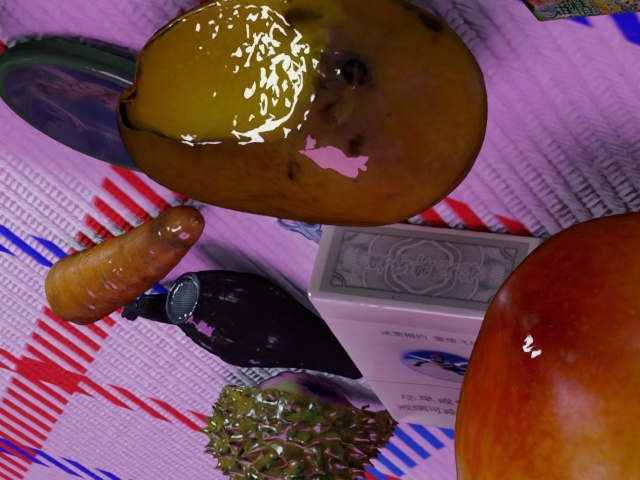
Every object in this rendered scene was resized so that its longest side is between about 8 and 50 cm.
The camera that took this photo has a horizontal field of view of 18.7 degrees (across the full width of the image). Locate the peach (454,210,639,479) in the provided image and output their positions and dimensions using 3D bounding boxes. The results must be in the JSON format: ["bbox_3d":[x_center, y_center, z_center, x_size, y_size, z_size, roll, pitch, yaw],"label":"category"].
[{"bbox_3d":[0.221,0.117,1.242,0.308,0.289,0.289,49,148,-12],"label":"peach"}]

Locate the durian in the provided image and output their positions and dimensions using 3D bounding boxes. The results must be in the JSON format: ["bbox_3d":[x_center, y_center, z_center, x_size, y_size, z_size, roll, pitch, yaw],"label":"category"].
[{"bbox_3d":[-0.037,0.176,1.729,0.187,0.119,0.108,8,160,20],"label":"durian"}]

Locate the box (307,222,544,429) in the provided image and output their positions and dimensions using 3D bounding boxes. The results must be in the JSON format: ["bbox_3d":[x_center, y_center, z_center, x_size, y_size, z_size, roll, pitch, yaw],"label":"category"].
[{"bbox_3d":[0.106,0.072,1.461,0.164,0.069,0.256,6,157,21],"label":"box"}]

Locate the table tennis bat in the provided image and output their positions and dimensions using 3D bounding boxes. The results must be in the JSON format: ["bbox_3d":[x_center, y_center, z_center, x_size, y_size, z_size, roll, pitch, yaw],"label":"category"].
[{"bbox_3d":[-0.099,-0.070,1.306,0.257,0.039,0.160,18,160,0],"label":"table tennis bat"}]

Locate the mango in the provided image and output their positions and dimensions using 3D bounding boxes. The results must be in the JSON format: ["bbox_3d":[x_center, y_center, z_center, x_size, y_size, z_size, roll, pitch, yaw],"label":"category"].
[{"bbox_3d":[-0.019,-0.075,1.126,0.262,0.130,0.167,3,160,42],"label":"mango"}]

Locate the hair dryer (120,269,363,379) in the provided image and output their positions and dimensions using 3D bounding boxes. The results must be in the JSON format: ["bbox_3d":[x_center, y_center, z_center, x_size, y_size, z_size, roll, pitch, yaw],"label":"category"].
[{"bbox_3d":[-0.088,0.067,1.610,0.195,0.075,0.219,23,168,-40],"label":"hair dryer"}]

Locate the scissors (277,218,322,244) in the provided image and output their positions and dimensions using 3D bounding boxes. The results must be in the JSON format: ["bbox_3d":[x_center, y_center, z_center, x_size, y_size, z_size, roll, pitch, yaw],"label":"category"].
[{"bbox_3d":[0.000,0.000,1.441,0.036,0.006,0.083,-4,151,35],"label":"scissors"}]

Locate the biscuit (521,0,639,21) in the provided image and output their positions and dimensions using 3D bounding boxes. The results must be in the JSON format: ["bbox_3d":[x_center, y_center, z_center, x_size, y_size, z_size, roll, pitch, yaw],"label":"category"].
[{"bbox_3d":[0.139,-0.133,1.029,0.089,0.016,0.046,-2,152,35],"label":"biscuit"}]

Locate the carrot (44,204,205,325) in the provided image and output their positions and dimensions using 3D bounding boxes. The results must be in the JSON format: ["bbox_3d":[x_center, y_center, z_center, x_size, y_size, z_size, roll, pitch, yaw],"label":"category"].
[{"bbox_3d":[-0.143,0.013,1.508,0.061,0.061,0.210,26,151,-24],"label":"carrot"}]
